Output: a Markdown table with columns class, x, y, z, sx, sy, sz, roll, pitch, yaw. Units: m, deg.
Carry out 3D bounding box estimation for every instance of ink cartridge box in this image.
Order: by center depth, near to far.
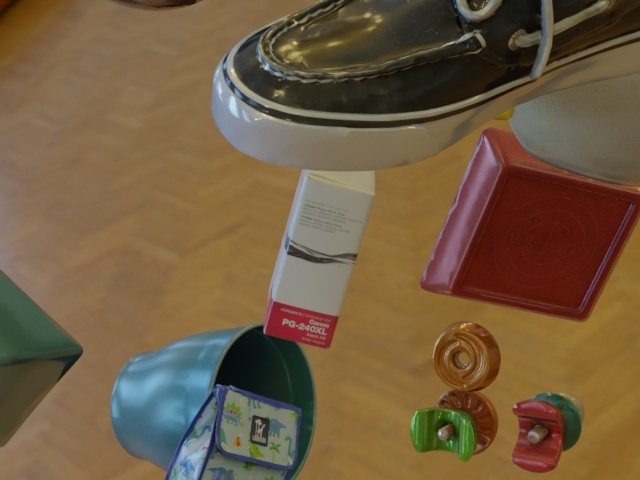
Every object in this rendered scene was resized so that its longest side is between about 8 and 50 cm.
| class | x | y | z | sx | sy | sz | roll | pitch | yaw |
| --- | --- | --- | --- | --- | --- | --- | --- | --- | --- |
| ink cartridge box | 0.000 | 0.000 | 1.012 | 0.063 | 0.150 | 0.109 | 15 | 22 | -4 |

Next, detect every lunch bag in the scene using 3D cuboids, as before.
| class | x | y | z | sx | sy | sz | roll | pitch | yaw |
| --- | --- | --- | --- | --- | --- | --- | --- | --- | --- |
| lunch bag | -0.101 | 0.263 | 1.456 | 0.128 | 0.151 | 0.096 | 22 | 0 | -33 |

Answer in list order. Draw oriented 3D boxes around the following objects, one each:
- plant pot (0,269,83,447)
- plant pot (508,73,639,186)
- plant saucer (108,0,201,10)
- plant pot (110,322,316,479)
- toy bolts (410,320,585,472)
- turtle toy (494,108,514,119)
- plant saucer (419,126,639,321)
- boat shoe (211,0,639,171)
| class | x | y | z | sx | sy | sz | roll | pitch | yaw |
| --- | --- | --- | --- | --- | --- | --- | --- | --- | --- |
| plant pot | -0.419 | 0.136 | 1.326 | 0.165 | 0.165 | 0.234 | -49 | -9 | 4 |
| plant pot | 0.284 | -0.171 | 1.159 | 0.191 | 0.284 | 0.284 | -17 | 21 | 26 |
| plant saucer | -0.137 | -0.243 | 0.794 | 0.198 | 0.199 | 0.036 | 1 | 33 | 20 |
| plant pot | -0.187 | 0.269 | 1.872 | 0.255 | 0.272 | 0.271 | -4 | 25 | 34 |
| toy bolts | 0.270 | 0.222 | 1.684 | 0.228 | 0.218 | 0.158 | 11 | 13 | 29 |
| turtle toy | 0.126 | -0.144 | 1.034 | 0.095 | 0.066 | 0.130 | 6 | -5 | 20 |
| plant saucer | 0.294 | -0.003 | 1.552 | 0.258 | 0.259 | 0.048 | 12 | 31 | -14 |
| boat shoe | 0.090 | -0.123 | 0.587 | 0.306 | 0.105 | 0.113 | -14 | 50 | -15 |
